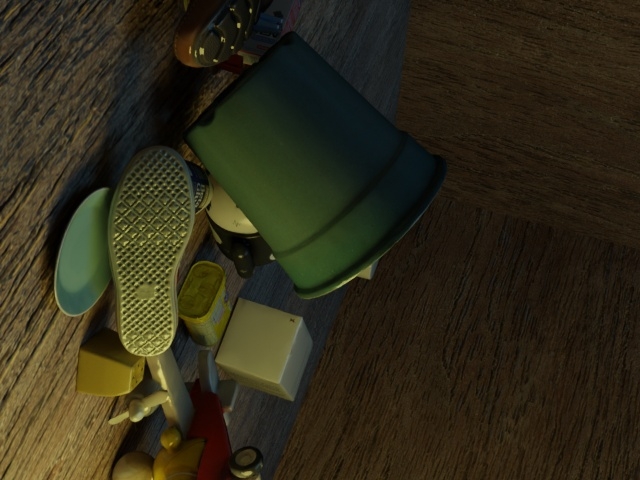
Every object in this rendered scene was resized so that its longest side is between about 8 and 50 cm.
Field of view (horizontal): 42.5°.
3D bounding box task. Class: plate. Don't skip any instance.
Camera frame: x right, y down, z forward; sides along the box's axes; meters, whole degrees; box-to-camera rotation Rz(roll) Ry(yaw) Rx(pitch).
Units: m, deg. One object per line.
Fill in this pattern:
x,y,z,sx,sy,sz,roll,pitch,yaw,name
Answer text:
-0.328,0.013,1.151,0.188,0.024,0.188,15,90,-79,plate

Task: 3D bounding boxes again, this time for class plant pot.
-0.321,0.197,1.285,0.081,0.083,0.082,-50,154,-66,plant pot
-0.028,-0.139,1.368,0.341,0.334,0.341,-41,-166,12,plant pot

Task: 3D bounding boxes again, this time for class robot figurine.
-0.142,-0.055,1.642,0.173,0.209,0.278,-33,157,-13,robot figurine

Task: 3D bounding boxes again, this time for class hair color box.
-0.101,-0.409,1.540,0.053,0.093,0.167,77,29,-69,hair color box

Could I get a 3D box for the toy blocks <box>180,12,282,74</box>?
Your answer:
-0.140,-0.320,1.310,0.054,0.148,0.123,-36,140,-73,toy blocks

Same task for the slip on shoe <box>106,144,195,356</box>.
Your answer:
-0.253,0.012,1.220,0.101,0.123,0.331,-111,-154,-60,slip on shoe

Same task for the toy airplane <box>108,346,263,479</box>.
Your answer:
-0.260,0.390,1.551,0.384,0.272,0.386,106,-34,-74,toy airplane

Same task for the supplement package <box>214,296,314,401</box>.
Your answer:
-0.138,0.286,2.123,0.293,0.175,0.178,77,32,-69,supplement package

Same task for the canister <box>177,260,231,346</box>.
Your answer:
-0.235,0.134,1.684,0.170,0.073,0.126,88,20,-62,canister

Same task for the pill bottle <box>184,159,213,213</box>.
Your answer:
-0.231,-0.085,1.322,0.169,0.094,0.094,1,104,-79,pill bottle

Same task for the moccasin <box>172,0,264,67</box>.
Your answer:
-0.148,-0.403,1.211,0.139,0.146,0.380,105,0,-60,moccasin

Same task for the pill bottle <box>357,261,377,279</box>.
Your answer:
0.000,0.000,2.082,0.169,0.301,0.169,16,90,-79,pill bottle
